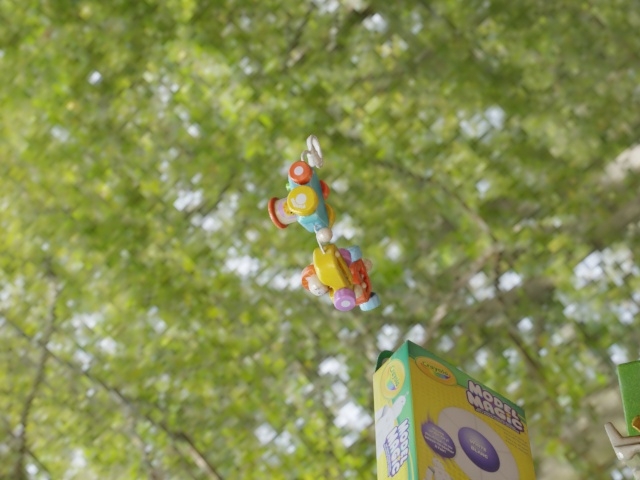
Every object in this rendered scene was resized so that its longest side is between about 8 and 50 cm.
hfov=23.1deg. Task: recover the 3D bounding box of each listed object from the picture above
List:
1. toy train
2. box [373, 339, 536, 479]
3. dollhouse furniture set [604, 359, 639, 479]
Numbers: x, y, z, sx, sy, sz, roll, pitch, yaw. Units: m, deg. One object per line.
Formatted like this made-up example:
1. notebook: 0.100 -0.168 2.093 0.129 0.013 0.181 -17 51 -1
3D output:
1. toy train: 0.000 0.000 1.342 0.125 0.046 0.166 -74 -36 -68
2. box: 0.086 0.137 0.987 0.105 0.043 0.179 31 -154 -20
3. dollhouse furniture set: 0.429 0.184 1.750 0.301 0.197 0.151 43 -140 -65
